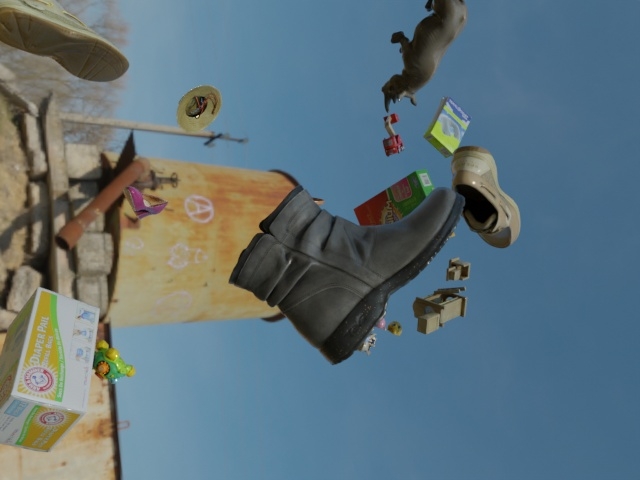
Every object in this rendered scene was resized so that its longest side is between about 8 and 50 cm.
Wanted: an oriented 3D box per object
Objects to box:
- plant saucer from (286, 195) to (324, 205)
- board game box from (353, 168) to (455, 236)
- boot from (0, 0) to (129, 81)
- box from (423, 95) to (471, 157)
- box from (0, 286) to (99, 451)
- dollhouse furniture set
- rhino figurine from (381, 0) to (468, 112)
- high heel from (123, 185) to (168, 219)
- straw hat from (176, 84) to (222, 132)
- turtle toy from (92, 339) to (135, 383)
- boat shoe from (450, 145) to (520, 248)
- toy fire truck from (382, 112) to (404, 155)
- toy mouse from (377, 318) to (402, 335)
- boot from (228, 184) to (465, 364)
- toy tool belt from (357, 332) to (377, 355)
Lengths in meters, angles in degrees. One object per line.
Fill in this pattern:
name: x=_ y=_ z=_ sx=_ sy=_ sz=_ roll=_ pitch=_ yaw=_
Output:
plant saucer: x=-0.033 y=-0.084 z=1.183 sx=0.083 sy=0.084 sz=0.013 roll=21 pitch=-73 yaw=54
board game box: x=0.275 y=-0.065 z=1.880 sx=0.316 sy=0.064 sz=0.242 roll=-31 pitch=-103 yaw=46
boot: x=-0.486 y=-0.410 z=1.006 sx=0.095 sy=0.262 sz=0.203 roll=-39 pitch=-113 yaw=23
box: x=0.391 y=-0.353 z=1.683 sx=0.042 sy=0.109 sz=0.178 roll=-16 pitch=-139 yaw=59
box: x=-0.413 y=0.190 z=0.825 sx=0.114 sy=0.103 sz=0.203 roll=-45 pitch=-143 yaw=23
dollhouse furniture set: x=0.295 y=0.134 z=1.447 sx=0.101 sy=0.182 sz=0.160 roll=16 pitch=-70 yaw=44
rhino figurine: x=0.179 y=-0.340 z=1.004 sx=0.106 sy=0.073 sz=0.243 roll=49 pitch=-57 yaw=32
high heel: x=-0.565 y=-0.138 z=1.804 sx=0.082 sy=0.117 sz=0.244 roll=56 pitch=-16 yaw=14
straw hat: x=-0.338 y=-0.362 z=1.468 sx=0.061 sy=0.144 sz=0.144 roll=39 pitch=-55 yaw=27
turtle toy: x=-0.488 y=0.279 z=1.255 sx=0.130 sy=0.066 sz=0.095 roll=17 pitch=-36 yaw=39
boat shoe: x=0.369 y=-0.068 z=1.266 sx=0.122 sy=0.341 sz=0.110 roll=-3 pitch=-124 yaw=36
toy fire truck: x=0.252 y=-0.375 z=1.952 sx=0.047 sy=0.192 sz=0.135 roll=-15 pitch=-80 yaw=22
toy mouse: x=0.147 y=0.205 z=1.439 sx=0.143 sy=0.161 sz=0.031 roll=25 pitch=-89 yaw=12
boot: x=0.044 y=-0.011 z=0.805 sx=0.223 sy=0.338 sz=0.118 roll=42 pitch=-21 yaw=3
toy tool belt: x=0.136 y=0.285 z=1.587 sx=0.052 sy=0.051 sz=0.083 roll=8 pitch=-107 yaw=56
